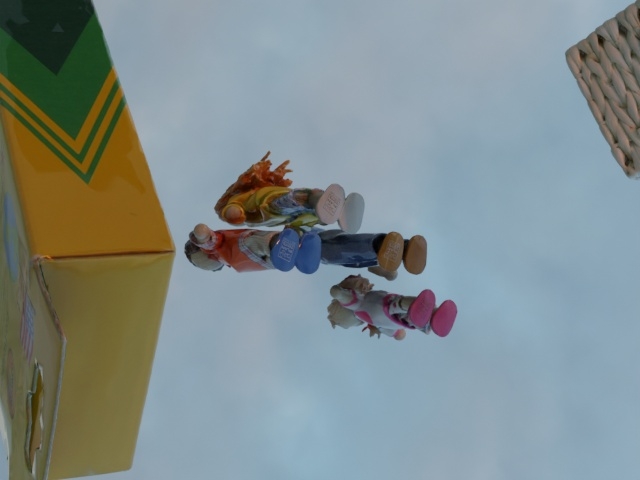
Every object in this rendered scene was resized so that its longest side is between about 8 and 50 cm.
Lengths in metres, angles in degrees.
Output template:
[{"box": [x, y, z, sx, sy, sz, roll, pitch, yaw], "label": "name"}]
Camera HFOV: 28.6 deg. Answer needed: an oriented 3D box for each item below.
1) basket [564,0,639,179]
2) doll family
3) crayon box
[{"box": [0.253, -0.108, 0.874, 0.103, 0.167, 0.113, -30, -102, 25], "label": "basket"}, {"box": [0.000, 0.000, 1.099, 0.163, 0.263, 0.118, 1, -110, 50], "label": "doll family"}, {"box": [-0.164, 0.003, 0.774, 0.202, 0.081, 0.318, 108, -31, -43], "label": "crayon box"}]
